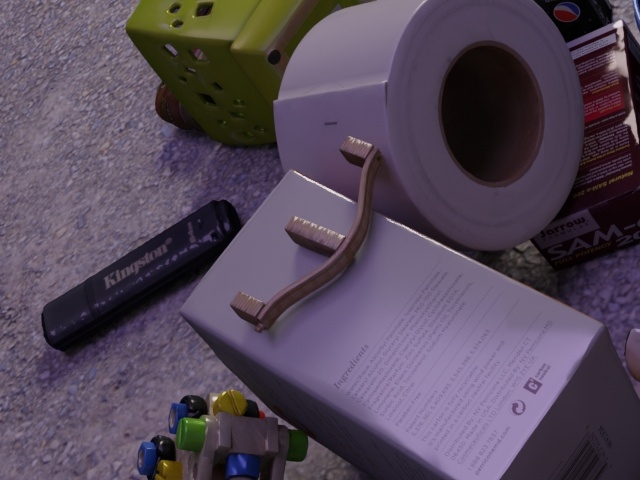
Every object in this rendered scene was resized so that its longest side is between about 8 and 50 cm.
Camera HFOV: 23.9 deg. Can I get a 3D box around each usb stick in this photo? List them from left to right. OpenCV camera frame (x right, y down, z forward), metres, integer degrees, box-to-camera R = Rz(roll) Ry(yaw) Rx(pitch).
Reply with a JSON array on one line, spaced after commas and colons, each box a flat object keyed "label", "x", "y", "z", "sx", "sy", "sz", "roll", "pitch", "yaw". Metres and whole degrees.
[{"label": "usb stick", "x": -0.217, "y": 0.043, "z": 1.804, "sx": 0.278, "sy": 0.045, "sz": 0.077, "roll": -31, "pitch": 39, "yaw": 13}]

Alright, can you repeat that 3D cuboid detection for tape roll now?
[{"label": "tape roll", "x": 0.104, "y": -0.110, "z": 1.409, "sx": 0.169, "sy": 0.246, "sz": 0.246, "roll": -1, "pitch": 53, "yaw": 53}]

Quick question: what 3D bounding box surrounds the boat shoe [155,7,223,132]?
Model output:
[{"label": "boat shoe", "x": -0.117, "y": -0.281, "z": 1.972, "sx": 0.104, "sy": 0.111, "sz": 0.307, "roll": 15, "pitch": 65, "yaw": 46}]

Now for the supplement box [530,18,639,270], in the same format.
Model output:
[{"label": "supplement box", "x": 0.268, "y": -0.097, "z": 1.498, "sx": 0.130, "sy": 0.073, "sz": 0.239, "roll": -22, "pitch": 42, "yaw": 27}]

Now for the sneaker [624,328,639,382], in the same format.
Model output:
[{"label": "sneaker", "x": 0.390, "y": 0.031, "z": 1.264, "sx": 0.292, "sy": 0.110, "sz": 0.118, "roll": -49, "pitch": 51, "yaw": -4}]

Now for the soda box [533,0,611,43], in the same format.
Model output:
[{"label": "soda box", "x": 0.250, "y": -0.282, "z": 1.610, "sx": 0.060, "sy": 0.169, "sz": 0.053, "roll": -17, "pitch": 44, "yaw": 29}]

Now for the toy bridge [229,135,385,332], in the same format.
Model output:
[{"label": "toy bridge", "x": 0.000, "y": 0.000, "z": 1.249, "sx": 0.063, "sy": 0.026, "sz": 0.188, "roll": 22, "pitch": 70, "yaw": 34}]

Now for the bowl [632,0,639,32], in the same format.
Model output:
[{"label": "bowl", "x": 0.488, "y": -0.244, "z": 1.397, "sx": 0.391, "sy": 0.077, "sz": 0.391, "roll": -15, "pitch": 43, "yaw": 15}]

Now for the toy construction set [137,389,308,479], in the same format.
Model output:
[{"label": "toy construction set", "x": -0.117, "y": 0.263, "z": 1.417, "sx": 0.327, "sy": 0.151, "sz": 0.215, "roll": -37, "pitch": 48, "yaw": 42}]

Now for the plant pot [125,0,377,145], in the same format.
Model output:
[{"label": "plant pot", "x": -0.055, "y": -0.249, "z": 1.806, "sx": 0.207, "sy": 0.227, "sz": 0.228, "roll": 19, "pitch": 67, "yaw": 42}]

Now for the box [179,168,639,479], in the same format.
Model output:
[{"label": "box", "x": 0.084, "y": 0.116, "z": 1.288, "sx": 0.345, "sy": 0.215, "sz": 0.168, "roll": 28, "pitch": 74, "yaw": 36}]
